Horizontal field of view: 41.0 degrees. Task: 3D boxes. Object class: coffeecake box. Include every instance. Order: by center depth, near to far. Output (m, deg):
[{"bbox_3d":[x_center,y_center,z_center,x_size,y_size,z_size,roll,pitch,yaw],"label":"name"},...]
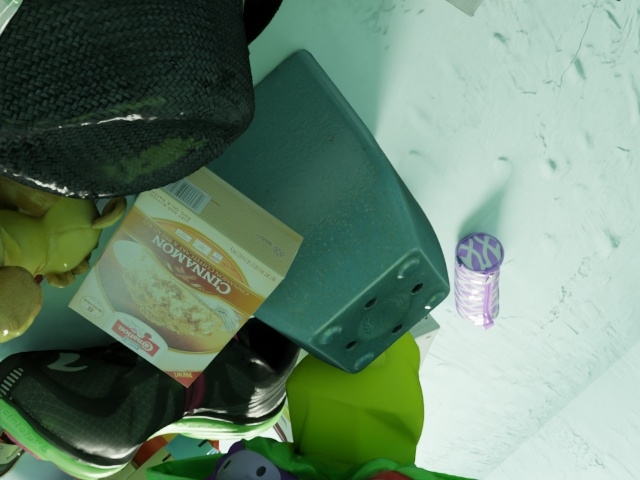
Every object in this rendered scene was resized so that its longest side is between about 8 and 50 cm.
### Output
[{"bbox_3d":[-0.128,0.030,0.798,0.185,0.142,0.068,-49,-171,36],"label":"coffeecake box"}]

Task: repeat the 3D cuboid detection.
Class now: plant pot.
[{"bbox_3d":[0.000,0.000,0.950,0.247,0.252,0.248,-40,148,3],"label":"plant pot"}]

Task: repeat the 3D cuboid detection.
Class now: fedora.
[{"bbox_3d":[-0.162,-0.127,0.632,0.334,0.152,0.334,-19,164,-6],"label":"fedora"}]

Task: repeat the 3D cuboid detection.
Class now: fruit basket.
[{"bbox_3d":[0.019,0.252,0.993,0.392,0.392,0.283,-49,155,15],"label":"fruit basket"}]

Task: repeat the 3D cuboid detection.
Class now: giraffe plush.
[{"bbox_3d":[-0.261,-0.002,0.737,0.170,0.181,0.210,-45,145,-34],"label":"giraffe plush"}]

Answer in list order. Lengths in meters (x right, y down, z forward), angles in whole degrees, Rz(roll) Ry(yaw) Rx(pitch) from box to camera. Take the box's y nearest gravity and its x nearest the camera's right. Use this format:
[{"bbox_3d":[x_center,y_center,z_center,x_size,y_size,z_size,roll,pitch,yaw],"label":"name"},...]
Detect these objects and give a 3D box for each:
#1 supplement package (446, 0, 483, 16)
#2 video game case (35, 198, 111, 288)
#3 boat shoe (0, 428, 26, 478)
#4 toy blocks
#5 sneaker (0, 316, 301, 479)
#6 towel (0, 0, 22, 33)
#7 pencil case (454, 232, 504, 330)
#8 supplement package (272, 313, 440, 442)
[{"bbox_3d":[0.092,-0.332,0.719,0.203,0.149,0.194,8,126,-50],"label":"supplement package"},{"bbox_3d":[-0.325,-0.017,0.807,0.206,0.026,0.227,-48,148,14],"label":"video game case"},{"bbox_3d":[-0.384,0.251,1.064,0.137,0.049,0.043,-34,145,-13],"label":"boat shoe"},{"bbox_3d":[-0.245,0.370,1.263,0.261,0.191,0.381,-41,160,-14],"label":"toy blocks"},{"bbox_3d":[-0.193,0.147,1.041,0.483,0.185,0.202,2,122,-58],"label":"sneaker"},{"bbox_3d":[-0.196,-0.248,0.422,0.325,0.248,0.038,-34,-162,26],"label":"towel"},{"bbox_3d":[0.276,0.070,1.482,0.086,0.088,0.206,-31,149,-10],"label":"pencil case"},{"bbox_3d":[0.035,0.198,1.340,0.204,0.145,0.262,-18,142,-30],"label":"supplement package"}]
